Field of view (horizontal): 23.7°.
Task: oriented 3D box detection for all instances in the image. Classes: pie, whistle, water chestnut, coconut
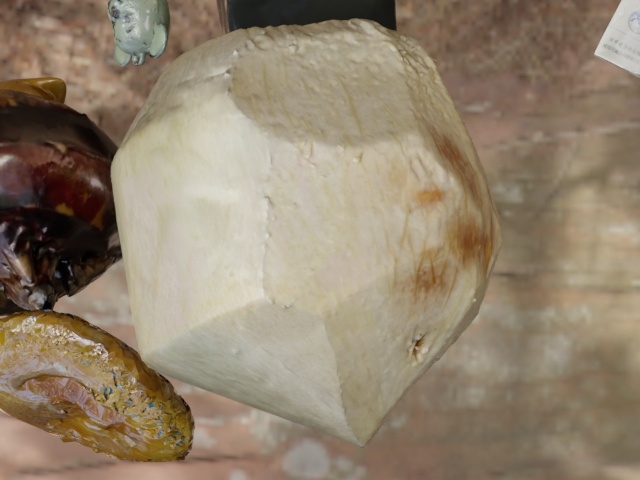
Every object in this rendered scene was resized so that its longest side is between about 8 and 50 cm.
[{"bbox_3d":[-0.247,0.162,1.608,0.273,0.069,0.273,15,152,8],"label":"pie"},{"bbox_3d":[-0.223,-0.332,1.878,0.077,0.235,0.114,5,174,-39],"label":"whistle"},{"bbox_3d":[-0.344,-0.021,1.730,0.300,0.300,0.300,4,158,2],"label":"water chestnut"},{"bbox_3d":[0.000,0.000,1.470,0.415,0.415,0.344,9,164,-10],"label":"coconut"}]

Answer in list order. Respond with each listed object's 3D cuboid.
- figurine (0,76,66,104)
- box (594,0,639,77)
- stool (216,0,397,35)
[{"bbox_3d":[-0.422,-0.134,2.105,0.215,0.228,0.215,1,132,1],"label":"figurine"},{"bbox_3d":[0.307,-0.205,1.471,0.054,0.083,0.024,28,-173,11],"label":"box"},{"bbox_3d":[-0.020,-0.298,1.877,0.232,0.141,0.232,-8,130,-9],"label":"stool"}]
